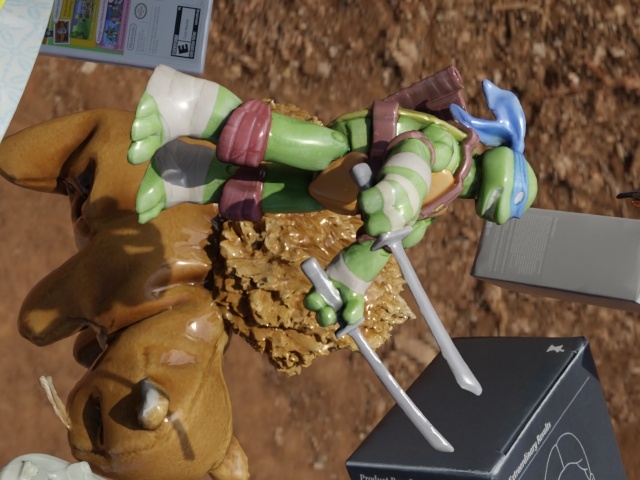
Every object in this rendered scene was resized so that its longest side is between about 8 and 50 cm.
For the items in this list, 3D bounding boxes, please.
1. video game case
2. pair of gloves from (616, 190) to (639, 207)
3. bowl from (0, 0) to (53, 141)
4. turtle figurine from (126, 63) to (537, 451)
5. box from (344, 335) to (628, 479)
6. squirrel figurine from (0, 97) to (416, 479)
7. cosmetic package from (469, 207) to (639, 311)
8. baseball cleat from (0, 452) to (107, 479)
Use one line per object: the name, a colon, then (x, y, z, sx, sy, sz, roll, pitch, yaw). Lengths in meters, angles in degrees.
video game case: (-0.204, -0.286, 1.422, 0.193, 0.023, 0.212, 8, 82, -4)
pair of gloves: (0.471, -0.058, 1.962, 0.074, 0.010, 0.083, -3, 165, 40)
bowl: (-0.349, -0.146, 1.150, 0.156, 0.289, 0.289, 23, 122, -6)
turtle figurine: (0.000, 0.000, 0.912, 0.266, 0.198, 0.274, 14, 95, 4)
box: (0.240, 0.362, 1.726, 0.212, 0.293, 0.395, -2, 116, 37)
squirrel figurine: (-0.118, 0.056, 1.391, 0.397, 0.370, 0.281, -17, 139, 12)
cosmetic package: (0.315, 0.024, 1.621, 0.127, 0.238, 0.107, 18, 86, -44)
baseball cleat: (-0.111, 0.195, 0.810, 0.206, 0.072, 0.109, 32, 127, -12)
